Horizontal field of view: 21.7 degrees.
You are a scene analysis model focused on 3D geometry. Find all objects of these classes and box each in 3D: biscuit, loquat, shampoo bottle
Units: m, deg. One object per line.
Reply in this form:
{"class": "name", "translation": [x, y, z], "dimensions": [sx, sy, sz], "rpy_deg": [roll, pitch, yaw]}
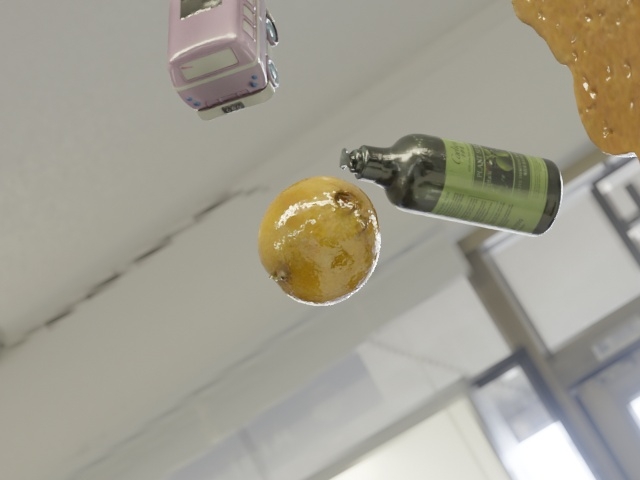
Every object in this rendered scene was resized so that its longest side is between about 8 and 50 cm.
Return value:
{"class": "biscuit", "translation": [0.184, -0.122, 0.958], "dimensions": [0.040, 0.236, 0.144], "rpy_deg": [-10, -34, -26]}
{"class": "loquat", "translation": [0.000, 0.000, 1.826], "dimensions": [0.141, 0.141, 0.141], "rpy_deg": [-27, -18, -10]}
{"class": "shampoo bottle", "translation": [0.157, -0.076, 2.080], "dimensions": [0.284, 0.101, 0.101], "rpy_deg": [10, -34, -18]}

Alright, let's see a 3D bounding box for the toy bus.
{"class": "toy bus", "translation": [-0.145, -0.294, 2.454], "dimensions": [0.142, 0.202, 0.142], "rpy_deg": [-19, -45, 17]}
